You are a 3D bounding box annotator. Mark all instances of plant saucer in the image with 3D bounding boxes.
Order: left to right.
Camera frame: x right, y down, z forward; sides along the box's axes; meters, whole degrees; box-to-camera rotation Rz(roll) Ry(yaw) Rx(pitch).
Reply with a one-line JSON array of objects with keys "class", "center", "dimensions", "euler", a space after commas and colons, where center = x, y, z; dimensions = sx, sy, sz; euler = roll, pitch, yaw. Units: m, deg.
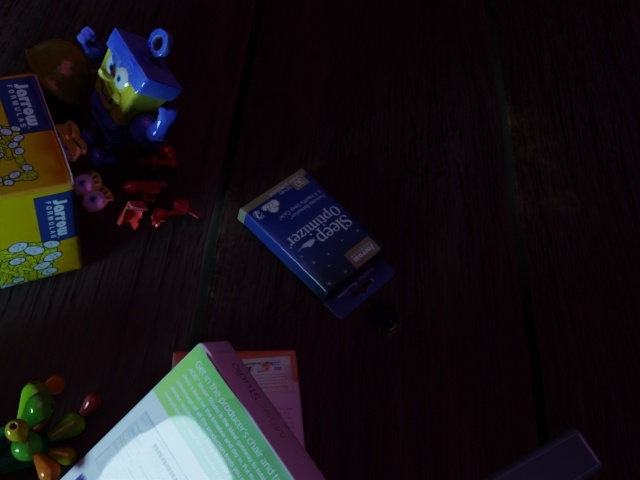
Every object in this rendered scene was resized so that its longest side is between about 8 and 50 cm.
[{"class": "plant saucer", "center": [0.298, 0.317, 0.901], "dimensions": [0.192, 0.018, 0.067], "euler": [-18, 63, -27]}]

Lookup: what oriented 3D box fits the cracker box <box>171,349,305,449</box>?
[{"class": "cracker box", "center": [-0.100, 0.250, 0.802], "dimensions": [0.155, 0.067, 0.232], "euler": [2, 56, -14]}]

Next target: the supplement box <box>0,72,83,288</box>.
[{"class": "supplement box", "center": [-0.495, -0.044, 0.809], "dimensions": [0.356, 0.194, 0.195], "euler": [-16, 62, -25]}]

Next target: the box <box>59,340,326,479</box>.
[{"class": "box", "center": [-0.143, 0.286, 0.644], "dimensions": [0.232, 0.322, 0.058], "euler": [51, 16, 19]}]

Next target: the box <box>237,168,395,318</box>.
[{"class": "box", "center": [0.000, 0.000, 1.021], "dimensions": [0.225, 0.036, 0.136], "euler": [44, 57, 14]}]

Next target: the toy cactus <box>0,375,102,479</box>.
[{"class": "toy cactus", "center": [-0.330, 0.235, 0.706], "dimensions": [0.112, 0.219, 0.180], "euler": [44, 97, 4]}]

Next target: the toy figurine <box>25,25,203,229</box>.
[{"class": "toy figurine", "center": [-0.258, -0.220, 0.947], "dimensions": [0.191, 0.217, 0.363], "euler": [-1, 51, -47]}]
